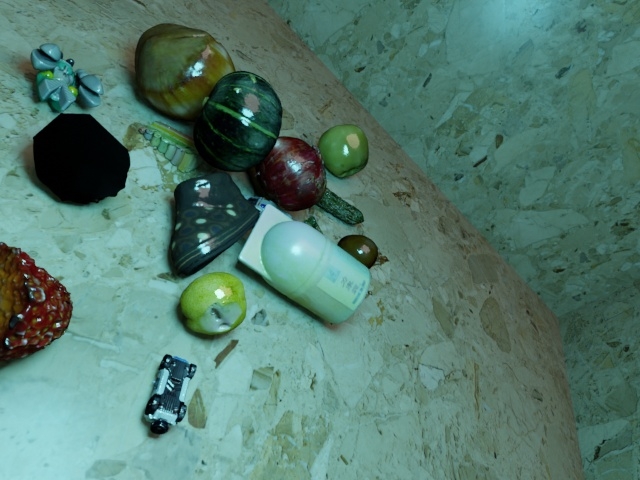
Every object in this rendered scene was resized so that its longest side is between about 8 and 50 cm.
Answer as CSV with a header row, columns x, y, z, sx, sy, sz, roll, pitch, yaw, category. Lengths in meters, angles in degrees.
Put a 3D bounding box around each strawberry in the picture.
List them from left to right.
x,y,z,sx,sy,sz,roll,pitch,yaw,category
-0.567,0.122,0.826,0.234,0.233,0.178,63,16,21,strawberry

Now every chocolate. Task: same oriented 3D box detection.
x,y,z,sx,sy,sz,roll,pitch,yaw,category
-0.634,-0.205,1.149,0.224,0.206,0.177,47,-12,-20,chocolate
0.148,0.043,1.731,0.176,0.176,0.177,29,39,-26,chocolate

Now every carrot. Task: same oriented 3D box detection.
x,y,z,sx,sy,sz,roll,pitch,yaw,category
-0.233,-0.226,1.650,0.070,0.070,0.260,3,53,-47,carrot

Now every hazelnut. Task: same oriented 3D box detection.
x,y,z,sx,sy,sz,roll,pitch,yaw,category
-0.477,-0.579,1.508,0.372,0.315,0.372,35,-10,7,hazelnut

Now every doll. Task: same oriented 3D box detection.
x,y,z,sx,sy,sz,roll,pitch,yaw,category
-0.762,-0.492,1.239,0.258,0.153,0.195,54,20,16,doll

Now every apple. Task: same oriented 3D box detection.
x,y,z,sx,sy,sz,roll,pitch,yaw,category
0.123,-0.445,2.102,0.262,0.262,0.262,29,39,-26,apple

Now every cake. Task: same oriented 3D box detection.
x,y,z,sx,sy,sz,roll,pitch,yaw,category
-0.505,-0.322,1.461,0.225,0.090,0.109,30,36,6,cake

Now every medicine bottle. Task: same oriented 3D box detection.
x,y,z,sx,sy,sz,roll,pitch,yaw,category
-0.057,0.077,1.394,0.406,0.235,0.236,36,36,-20,medicine bottle

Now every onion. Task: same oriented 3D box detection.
x,y,z,sx,sy,sz,roll,pitch,yaw,category
-0.097,-0.240,1.518,0.276,0.276,0.276,29,39,-26,onion

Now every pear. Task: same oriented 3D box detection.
x,y,z,sx,sy,sz,roll,pitch,yaw,category
-0.283,0.167,1.127,0.178,0.178,0.178,29,39,-26,pear

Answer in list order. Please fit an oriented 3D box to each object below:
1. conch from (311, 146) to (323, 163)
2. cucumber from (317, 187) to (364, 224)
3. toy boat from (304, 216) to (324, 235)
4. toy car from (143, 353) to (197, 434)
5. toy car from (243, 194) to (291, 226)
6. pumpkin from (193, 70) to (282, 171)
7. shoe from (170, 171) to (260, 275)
x,y,z,sx,sy,sz,roll,pitch,yaw,category
-0.113,-0.335,1.778,0.159,0.210,0.291,51,16,-27,conch
0.052,-0.166,1.889,0.359,0.096,0.096,32,37,-27,cucumber
0.000,0.000,1.694,0.210,0.052,0.104,60,17,17,toy boat
-0.342,0.346,0.959,0.080,0.070,0.171,31,36,-25,toy car
-0.206,-0.096,1.511,0.209,0.108,0.089,39,35,-13,toy car
-0.267,-0.380,1.367,0.241,0.323,0.323,22,42,-30,pumpkin
-0.347,-0.073,1.272,0.237,0.171,0.384,50,32,-10,shoe
